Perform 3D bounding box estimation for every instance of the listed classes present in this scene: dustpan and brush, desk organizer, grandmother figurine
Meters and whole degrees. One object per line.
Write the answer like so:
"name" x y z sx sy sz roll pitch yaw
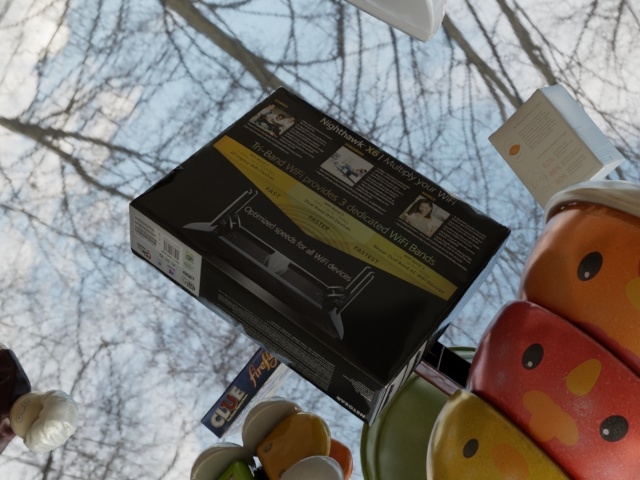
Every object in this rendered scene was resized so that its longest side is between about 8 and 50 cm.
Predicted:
"dustpan and brush" 0.101 -0.347 1.046 0.147 0.211 0.060 30 -111 6
"desk organizer" 0.122 0.129 1.036 0.047 0.130 0.050 -56 -177 -21
"grandmother figurine" -0.497 0.241 1.259 0.342 0.104 0.208 4 -99 23

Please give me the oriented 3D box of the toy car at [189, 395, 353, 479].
"toy car" -0.043 0.273 0.937 0.182 0.136 0.159 -42 -144 0

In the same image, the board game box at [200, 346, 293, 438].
"board game box" -0.102 0.234 1.394 0.042 0.243 0.165 38 -96 9

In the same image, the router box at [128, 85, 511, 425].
"router box" 0.000 0.000 0.889 0.308 0.081 0.243 35 -126 16

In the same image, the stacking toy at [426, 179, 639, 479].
"stacking toy" 0.227 0.211 0.840 0.480 0.351 0.350 -45 -138 -9

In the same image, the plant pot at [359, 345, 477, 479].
"plant pot" 0.283 0.371 1.418 0.367 0.366 0.353 -65 -171 -6

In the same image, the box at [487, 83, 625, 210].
"box" 0.389 -0.152 1.446 0.170 0.091 0.130 56 -49 15
